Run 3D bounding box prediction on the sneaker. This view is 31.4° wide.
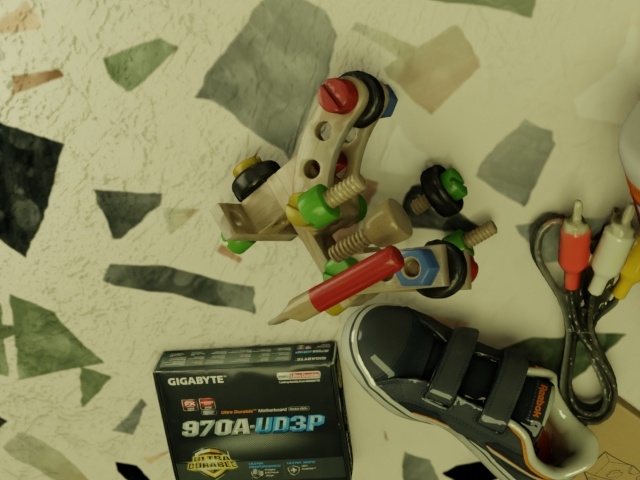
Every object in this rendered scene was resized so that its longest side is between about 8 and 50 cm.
[{"bbox_3d":[0.177,0.164,1.269,0.321,0.126,0.127,35,149,-19],"label":"sneaker"}]

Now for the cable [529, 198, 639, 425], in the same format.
[{"bbox_3d":[0.288,0.081,1.255,0.139,0.072,0.287,8,112,3],"label":"cable"}]

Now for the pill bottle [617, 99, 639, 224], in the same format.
[{"bbox_3d":[0.448,0.030,1.121,0.224,0.224,0.392,-18,122,14],"label":"pill bottle"}]

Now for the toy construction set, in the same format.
[{"bbox_3d":[0.000,0.000,1.141,0.237,0.309,0.257,-30,101,24],"label":"toy construction set"}]

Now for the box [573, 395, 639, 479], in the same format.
[{"bbox_3d":[0.374,0.294,1.383,0.201,0.021,0.164,36,114,-11],"label":"box"}]

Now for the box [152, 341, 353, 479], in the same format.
[{"bbox_3d":[-0.077,0.214,1.375,0.220,0.051,0.175,-3,115,8],"label":"box"}]
